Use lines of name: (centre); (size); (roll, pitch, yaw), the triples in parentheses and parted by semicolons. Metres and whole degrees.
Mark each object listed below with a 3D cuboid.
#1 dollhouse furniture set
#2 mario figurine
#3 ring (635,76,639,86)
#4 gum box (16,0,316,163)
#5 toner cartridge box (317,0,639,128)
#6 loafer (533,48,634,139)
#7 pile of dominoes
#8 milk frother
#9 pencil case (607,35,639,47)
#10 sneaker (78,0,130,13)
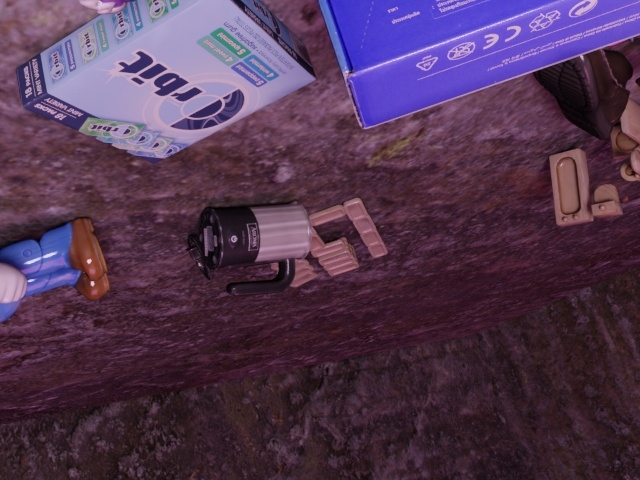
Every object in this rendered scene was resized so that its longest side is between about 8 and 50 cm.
dollhouse furniture set: (0.398, -0.110, 0.959); (0.151, 0.144, 0.123); (-12, 164, 41)
mario figurine: (-0.406, 0.090, 0.752); (0.321, 0.170, 0.198); (-18, 129, -20)
ring: (0.485, -0.221, 0.633); (0.337, 0.032, 0.336); (-25, -177, 1)
gum box: (-0.120, -0.138, 0.538); (0.184, 0.041, 0.157); (-24, 161, 20)
toner cartridge box: (0.161, -0.205, 0.382); (0.348, 0.165, 0.075); (-18, 162, 6)
loafer: (0.303, -0.187, 0.736); (0.078, 0.080, 0.220); (-55, 151, 9)
pile of dominoes: (0.000, 0.000, 1.110); (0.196, 0.040, 0.251); (-18, 154, 9)
milk frother: (-0.107, 0.002, 0.919); (0.135, 0.129, 0.143); (-5, -158, -30)
pencil case: (0.336, -0.232, 0.582); (0.209, 0.095, 0.098); (-15, 156, -12)
sneaker: (-0.100, -0.201, 0.294); (0.105, 0.095, 0.236); (-22, 162, -7)
